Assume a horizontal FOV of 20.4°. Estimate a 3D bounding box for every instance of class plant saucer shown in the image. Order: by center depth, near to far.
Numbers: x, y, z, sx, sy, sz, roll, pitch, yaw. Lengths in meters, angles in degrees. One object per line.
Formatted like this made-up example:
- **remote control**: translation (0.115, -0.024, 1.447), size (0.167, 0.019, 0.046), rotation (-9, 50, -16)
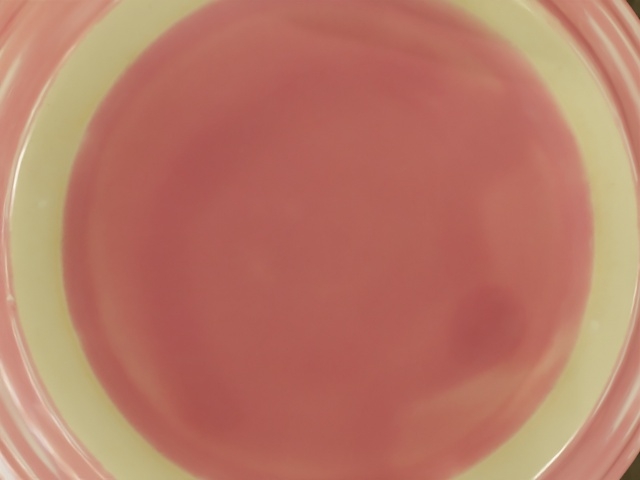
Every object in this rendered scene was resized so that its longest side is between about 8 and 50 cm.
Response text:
- **plant saucer**: translation (0.000, 0.000, 0.728), size (0.332, 0.084, 0.332), rotation (0, 91, -5)
